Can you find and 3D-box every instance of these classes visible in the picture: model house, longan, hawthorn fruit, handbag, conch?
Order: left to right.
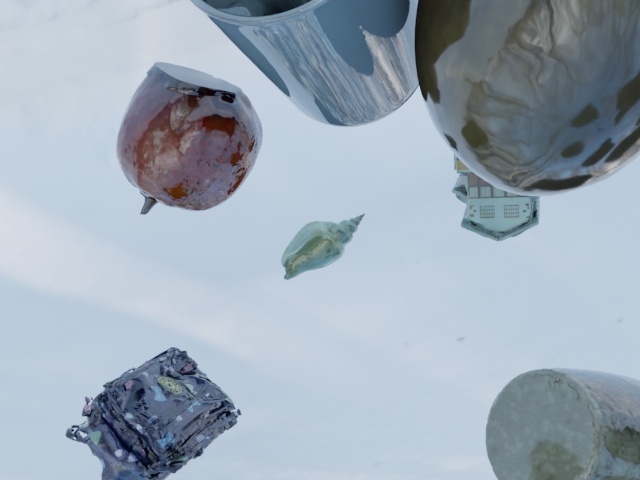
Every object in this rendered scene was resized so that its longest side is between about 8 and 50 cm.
[{"bbox_3d":[-0.224,0.249,0.948,0.113,0.162,0.260,-49,169,19],"label":"handbag"},{"bbox_3d":[-0.208,-0.140,1.016,0.250,0.215,0.215,-53,141,4],"label":"hawthorn fruit"},{"bbox_3d":[0.001,0.000,1.149,0.180,0.088,0.065,-34,166,-6],"label":"conch"},{"bbox_3d":[0.399,-0.136,1.473,0.198,0.224,0.215,1,111,17],"label":"model house"},{"bbox_3d":[0.206,-0.191,0.601,0.243,0.300,0.300,-11,150,-1],"label":"longan"}]

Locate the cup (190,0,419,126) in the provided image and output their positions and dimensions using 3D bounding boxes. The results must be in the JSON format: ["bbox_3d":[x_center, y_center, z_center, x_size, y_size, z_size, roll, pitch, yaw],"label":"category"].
[{"bbox_3d":[0.005,-0.255,0.711,0.205,0.206,0.312,-22,164,14],"label":"cup"}]

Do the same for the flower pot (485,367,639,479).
[{"bbox_3d":[0.465,0.359,1.148,0.330,0.294,0.293,21,137,-31],"label":"flower pot"}]
